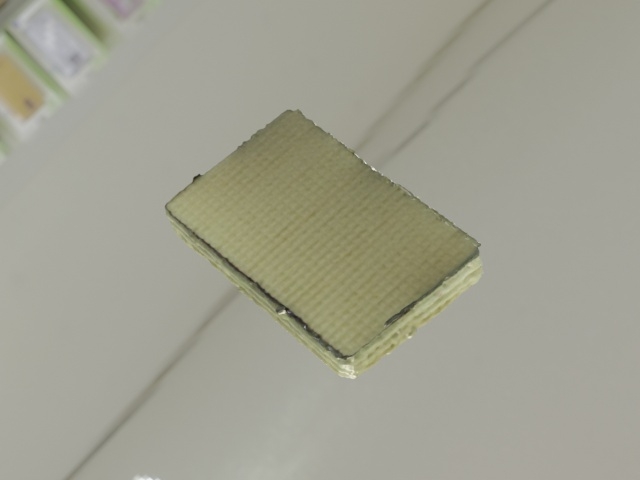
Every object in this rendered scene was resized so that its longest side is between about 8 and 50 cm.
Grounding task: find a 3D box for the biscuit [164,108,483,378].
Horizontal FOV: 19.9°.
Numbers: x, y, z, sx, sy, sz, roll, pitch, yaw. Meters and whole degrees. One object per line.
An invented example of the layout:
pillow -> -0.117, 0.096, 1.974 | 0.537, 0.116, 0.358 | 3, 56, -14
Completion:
biscuit -> 0.000, 0.000, 1.184 | 0.121, 0.040, 0.199 | -37, -130, -16
